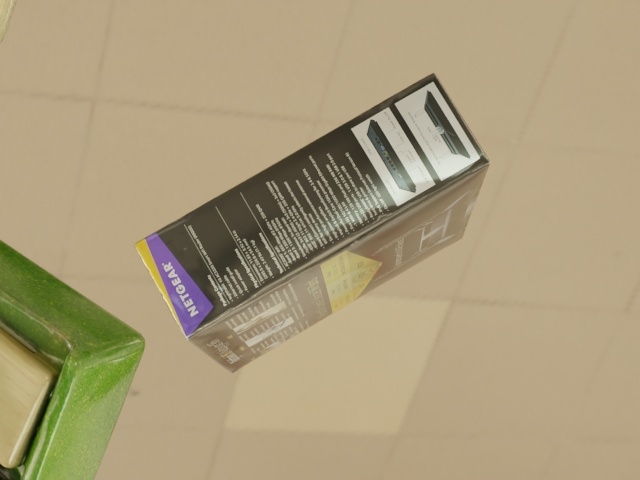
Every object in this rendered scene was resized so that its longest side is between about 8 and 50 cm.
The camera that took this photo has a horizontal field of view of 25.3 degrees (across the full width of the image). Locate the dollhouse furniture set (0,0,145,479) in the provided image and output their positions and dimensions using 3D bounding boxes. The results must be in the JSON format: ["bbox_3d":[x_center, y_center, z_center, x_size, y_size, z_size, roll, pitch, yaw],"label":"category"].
[{"bbox_3d":[-0.150,-0.034,0.440,0.197,0.151,0.302,-15,133,-56],"label":"dollhouse furniture set"}]

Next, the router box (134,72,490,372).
[{"bbox_3d":[0.000,0.000,1.118,0.243,0.081,0.309,-30,171,-4],"label":"router box"}]
